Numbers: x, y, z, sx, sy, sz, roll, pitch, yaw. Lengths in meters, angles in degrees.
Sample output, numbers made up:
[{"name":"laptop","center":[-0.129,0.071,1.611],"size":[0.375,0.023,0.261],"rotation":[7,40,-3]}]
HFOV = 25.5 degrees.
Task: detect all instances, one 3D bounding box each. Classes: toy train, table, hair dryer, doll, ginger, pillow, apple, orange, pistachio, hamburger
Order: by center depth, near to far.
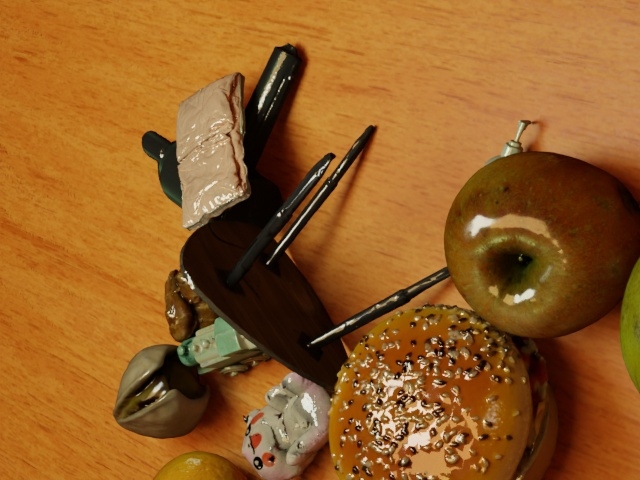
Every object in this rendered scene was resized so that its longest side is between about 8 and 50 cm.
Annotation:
[{"name":"apple","center":[0.265,-0.002,1.666],"size":[0.237,0.207,0.236],"rotation":[14,116,30]},{"name":"hamburger","center":[0.144,0.214,1.739],"size":[0.300,0.176,0.300],"rotation":[-15,61,30]},{"name":"table","center":[0.000,0.000,1.882],"size":[0.249,0.317,0.317],"rotation":[-43,60,20]},{"name":"doll","center":[-0.045,0.274,2.036],"size":[0.192,0.095,0.149],"rotation":[-44,54,38]},{"name":"pillow","center":[-0.158,-0.133,2.042],"size":[0.126,0.043,0.232],"rotation":[-27,53,32]},{"name":"toy train","center":[-0.129,0.151,2.098],"size":[0.194,0.125,0.080],"rotation":[-24,70,41]},{"name":"orange","center":[-0.179,0.403,2.118],"size":[0.155,0.177,0.177],"rotation":[-15,79,20]},{"name":"hair dryer","center":[-0.133,-0.173,2.132],"size":[0.244,0.116,0.302],"rotation":[36,103,39]},{"name":"pistachio","center":[-0.244,0.236,2.166],"size":[0.137,0.153,0.238],"rotation":[52,162,11]},{"name":"ginger","center":[-0.196,0.087,2.182],"size":[0.073,0.103,0.162],"rotation":[27,106,50]}]

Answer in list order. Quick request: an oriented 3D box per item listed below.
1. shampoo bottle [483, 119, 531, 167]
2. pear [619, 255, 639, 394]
[{"name":"shampoo bottle","center":[0.222,-0.062,1.791],"size":[0.056,0.056,0.195],"rotation":[35,115,39]},{"name":"pear","center":[0.423,0.102,1.485],"size":[0.212,0.212,0.269],"rotation":[-18,84,44]}]
